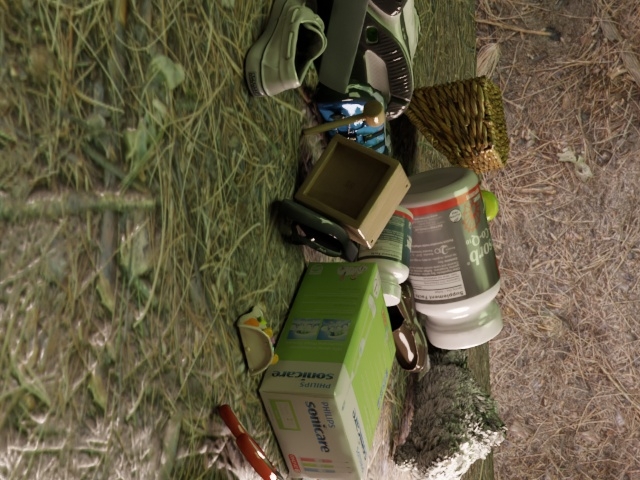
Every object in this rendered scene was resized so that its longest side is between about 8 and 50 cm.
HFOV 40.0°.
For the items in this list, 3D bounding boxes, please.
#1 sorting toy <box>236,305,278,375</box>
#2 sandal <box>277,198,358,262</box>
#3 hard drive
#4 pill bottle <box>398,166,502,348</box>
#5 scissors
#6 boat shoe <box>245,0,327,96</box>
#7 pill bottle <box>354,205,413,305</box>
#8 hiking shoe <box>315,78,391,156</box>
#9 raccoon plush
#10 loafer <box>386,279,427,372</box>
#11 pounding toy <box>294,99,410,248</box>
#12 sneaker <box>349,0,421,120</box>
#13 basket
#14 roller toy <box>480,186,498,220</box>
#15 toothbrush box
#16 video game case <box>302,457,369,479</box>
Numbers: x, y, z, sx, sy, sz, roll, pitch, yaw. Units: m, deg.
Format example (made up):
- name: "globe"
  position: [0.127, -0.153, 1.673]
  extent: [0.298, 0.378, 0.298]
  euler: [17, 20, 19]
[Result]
- name: "sorting toy"
  position: [-0.084, 0.128, 1.208]
  extent: [0.075, 0.045, 0.083]
  euler: [-96, 176, -63]
- name: "sandal"
  position: [0.001, 0.000, 1.381]
  extent: [0.054, 0.097, 0.254]
  euler: [-60, 155, -5]
- name: "hard drive"
  position: [0.032, -0.374, 1.351]
  extent: [0.172, 0.054, 0.254]
  euler: [-104, -157, -54]
- name: "pill bottle"
  position: [0.278, 0.038, 1.927]
  extent: [0.210, 0.210, 0.362]
  euler: [-51, 128, -62]
- name: "scissors"
  position: [-0.070, 0.310, 1.177]
  extent: [0.109, 0.021, 0.297]
  euler: [47, -13, 36]
- name: "boat shoe"
  position: [-0.032, -0.293, 1.291]
  extent: [0.095, 0.084, 0.258]
  euler: [71, 26, -42]
- name: "pill bottle"
  position: [0.120, 0.029, 1.691]
  extent: [0.108, 0.108, 0.180]
  euler: [51, 43, -61]
- name: "hiking shoe"
  position: [0.067, -0.172, 1.532]
  extent: [0.304, 0.113, 0.132]
  euler: [49, 43, -62]
- name: "raccoon plush"
  position: [0.246, 0.373, 2.065]
  extent: [0.299, 0.216, 0.446]
  euler: [13, 47, -57]
- name: "loafer"
  position: [0.168, 0.190, 1.902]
  extent: [0.078, 0.080, 0.220]
  euler: [-27, 106, -44]
- name: "pounding toy"
  position: [0.053, -0.121, 1.424]
  extent: [0.206, 0.181, 0.094]
  euler: [-57, 153, -11]
- name: "sneaker"
  position: [0.105, -0.476, 1.650]
  extent: [0.257, 0.169, 0.447]
  euler: [-77, 167, -57]
- name: "basket"
  position: [0.314, -0.255, 2.066]
  extent: [0.299, 0.223, 0.213]
  euler: [-13, 95, -72]
- name: "roller toy"
  position: [0.292, -0.066, 2.079]
  extent: [0.209, 0.191, 0.146]
  euler: [-51, 173, 19]
- name: "toothbrush box"
  position: [0.022, 0.199, 1.375]
  extent: [0.283, 0.122, 0.206]
  euler: [-71, 153, -47]
- name: "video game case"
  position: [0.028, 0.420, 1.535]
  extent: [0.285, 0.025, 0.204]
  euler: [65, 30, -51]
